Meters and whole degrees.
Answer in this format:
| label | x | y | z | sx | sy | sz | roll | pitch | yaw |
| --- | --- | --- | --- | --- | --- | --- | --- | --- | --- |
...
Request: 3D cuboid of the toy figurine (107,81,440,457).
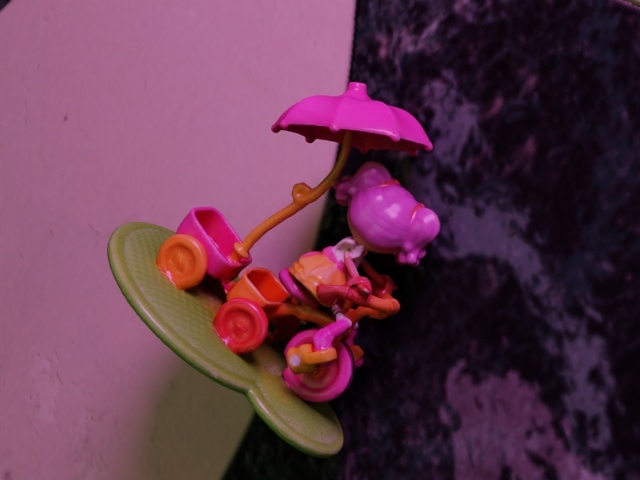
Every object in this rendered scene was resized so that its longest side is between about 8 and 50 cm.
| label | x | y | z | sx | sy | sz | roll | pitch | yaw |
| --- | --- | --- | --- | --- | --- | --- | --- | --- | --- |
| toy figurine | 0.000 | 0.000 | 0.696 | 0.159 | 0.130 | 0.173 | -47 | 76 | 17 |
